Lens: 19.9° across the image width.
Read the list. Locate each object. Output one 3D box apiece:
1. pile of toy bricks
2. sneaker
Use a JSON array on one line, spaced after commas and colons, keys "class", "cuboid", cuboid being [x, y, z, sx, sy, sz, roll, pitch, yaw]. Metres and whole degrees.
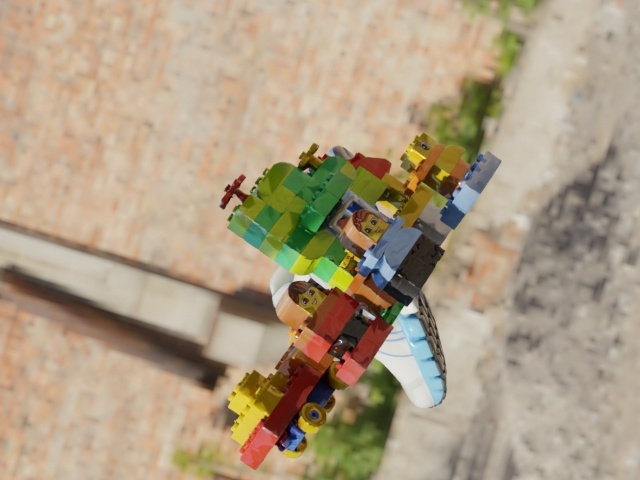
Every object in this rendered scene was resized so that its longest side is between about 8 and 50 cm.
[{"class": "pile of toy bricks", "cuboid": [0.000, 0.000, 0.896, 0.212, 0.105, 0.118, -54, -2, -44]}, {"class": "sneaker", "cuboid": [0.016, 0.032, 1.102, 0.071, 0.083, 0.191, -100, -17, -59]}]
